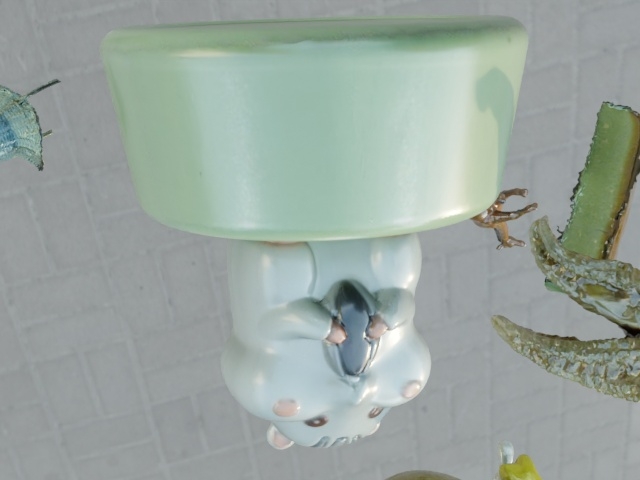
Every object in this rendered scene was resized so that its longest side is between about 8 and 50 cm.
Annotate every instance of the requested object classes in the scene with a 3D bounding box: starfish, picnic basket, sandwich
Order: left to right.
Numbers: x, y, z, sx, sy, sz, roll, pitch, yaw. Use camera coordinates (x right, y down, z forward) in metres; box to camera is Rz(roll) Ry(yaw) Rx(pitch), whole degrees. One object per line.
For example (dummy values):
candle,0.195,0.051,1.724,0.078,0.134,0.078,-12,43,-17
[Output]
picnic basket,-0.245,-0.092,0.801,0.083,0.083,0.065,-42,162,-35
sandwich,0.304,0.006,1.099,0.063,0.245,0.212,15,150,20
starfish,0.304,0.094,0.825,0.094,0.327,0.375,6,164,-43

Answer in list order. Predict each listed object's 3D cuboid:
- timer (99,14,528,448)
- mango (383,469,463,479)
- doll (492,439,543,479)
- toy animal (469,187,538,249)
timer,0.000,0.000,0.717,0.291,0.291,0.315,-5,103,-16
mango,0.183,0.398,1.207,0.332,0.195,0.142,30,128,-13
doll,0.267,0.337,1.363,0.071,0.135,0.113,0,141,-11
toy animal,0.320,-0.045,1.799,0.224,0.066,0.230,18,159,-17
